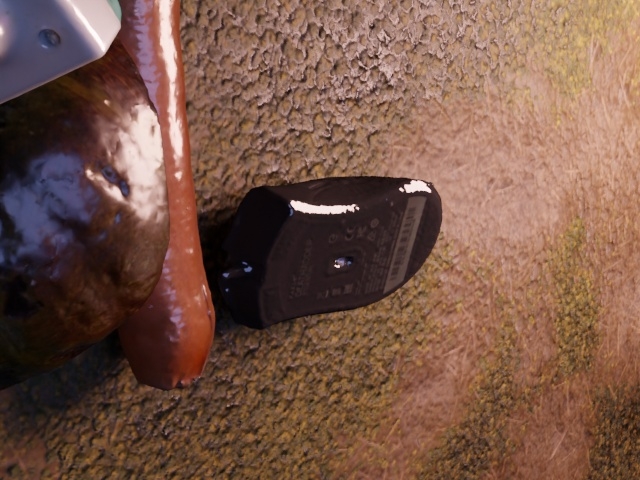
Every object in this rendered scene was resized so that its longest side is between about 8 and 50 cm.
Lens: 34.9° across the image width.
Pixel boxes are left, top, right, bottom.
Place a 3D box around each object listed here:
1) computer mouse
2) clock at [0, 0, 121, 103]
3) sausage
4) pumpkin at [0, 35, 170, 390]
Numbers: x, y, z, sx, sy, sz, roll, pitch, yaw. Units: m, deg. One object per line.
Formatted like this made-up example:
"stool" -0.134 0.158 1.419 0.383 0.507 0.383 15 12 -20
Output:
"computer mouse" 0.000 0.000 0.991 0.264 0.088 0.147 -11 125 -41
"clock" -0.284 -0.143 0.563 0.116 0.262 0.231 -87 152 -47
"sausage" -0.145 -0.076 0.834 0.094 0.094 0.419 -7 108 -11
"pumpkin" -0.206 -0.021 0.718 0.169 0.148 0.312 -28 120 -68
